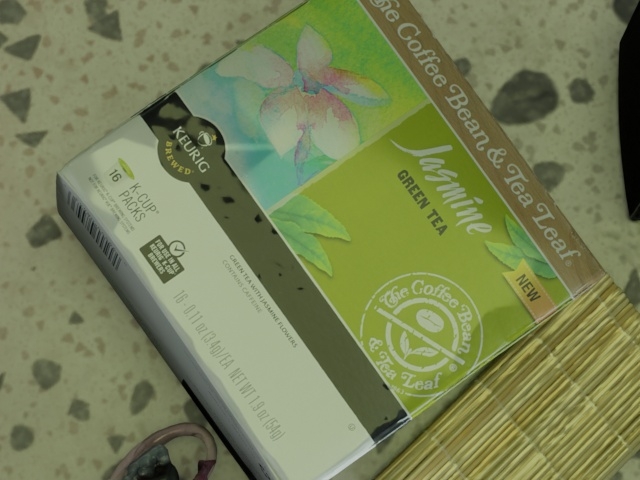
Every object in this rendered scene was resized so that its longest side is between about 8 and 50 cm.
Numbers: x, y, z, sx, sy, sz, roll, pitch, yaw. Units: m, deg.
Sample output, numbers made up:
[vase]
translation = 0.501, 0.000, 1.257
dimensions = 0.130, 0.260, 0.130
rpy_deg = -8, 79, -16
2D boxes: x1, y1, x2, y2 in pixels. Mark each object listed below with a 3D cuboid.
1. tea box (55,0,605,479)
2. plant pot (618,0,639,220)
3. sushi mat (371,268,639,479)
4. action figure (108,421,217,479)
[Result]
[tea box]
translation = 0.000, 0.000, 1.660
dimensions = 0.323, 0.220, 0.329
rpy_deg = -36, 87, -11
[plant pot]
translation = 0.358, -0.140, 1.749
dimensions = 0.188, 0.187, 0.167
rpy_deg = -12, 71, -8
[sushi mat]
translation = 0.186, 0.182, 1.750
dimensions = 0.316, 0.019, 0.151
rpy_deg = -43, 95, -10
[action figure]
translation = -0.096, 0.373, 1.617
dimensions = 0.248, 0.276, 0.370
rpy_deg = -37, 98, 8
